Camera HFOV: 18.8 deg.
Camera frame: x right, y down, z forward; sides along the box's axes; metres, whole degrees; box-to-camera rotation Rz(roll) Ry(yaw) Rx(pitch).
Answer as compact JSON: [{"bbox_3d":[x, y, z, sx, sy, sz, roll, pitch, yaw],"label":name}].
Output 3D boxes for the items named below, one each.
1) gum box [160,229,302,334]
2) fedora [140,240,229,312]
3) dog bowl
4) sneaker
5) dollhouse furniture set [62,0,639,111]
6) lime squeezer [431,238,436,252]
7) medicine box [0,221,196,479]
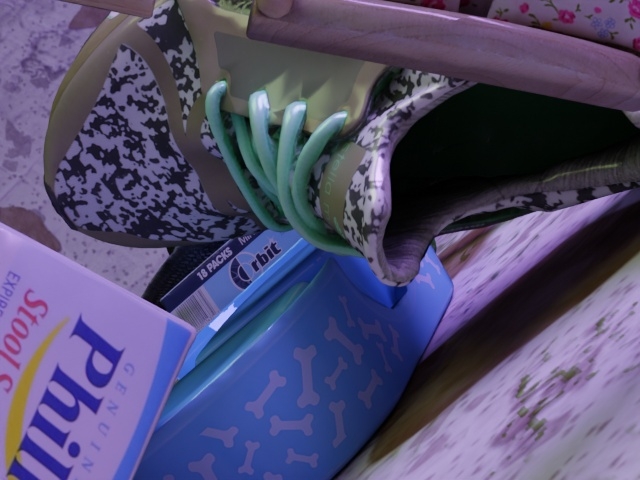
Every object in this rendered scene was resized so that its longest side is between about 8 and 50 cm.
[{"bbox_3d":[0.000,0.000,1.324,0.157,0.041,0.184,-40,-12,27],"label":"gum box"},{"bbox_3d":[-0.043,-0.063,1.439,0.334,0.152,0.334,-34,-11,-8],"label":"fedora"},{"bbox_3d":[-0.016,0.065,0.982,0.166,0.074,0.297,-40,5,22],"label":"dog bowl"},{"bbox_3d":[0.017,-0.054,0.857,0.410,0.158,0.182,-16,30,33],"label":"sneaker"},{"bbox_3d":[0.105,-0.197,0.568,0.174,0.355,0.303,-170,89,-85],"label":"dollhouse furniture set"},{"bbox_3d":[0.018,0.024,1.181,0.310,0.059,0.110,-39,5,25],"label":"lime squeezer"},{"bbox_3d":[-0.212,0.153,0.849,0.289,0.149,0.263,-37,27,57],"label":"medicine box"}]
